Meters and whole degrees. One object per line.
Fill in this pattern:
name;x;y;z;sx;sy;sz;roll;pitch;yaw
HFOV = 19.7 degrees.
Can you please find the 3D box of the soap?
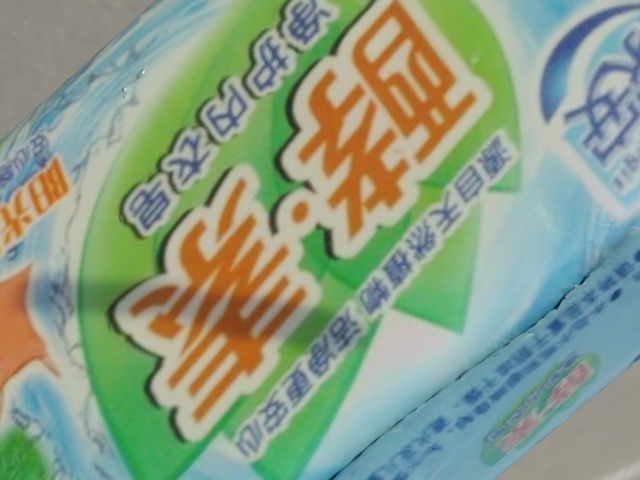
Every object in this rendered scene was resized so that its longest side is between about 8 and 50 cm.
soap;0.000;0.000;0.472;0.293;0.156;0.077;-42;148;7
